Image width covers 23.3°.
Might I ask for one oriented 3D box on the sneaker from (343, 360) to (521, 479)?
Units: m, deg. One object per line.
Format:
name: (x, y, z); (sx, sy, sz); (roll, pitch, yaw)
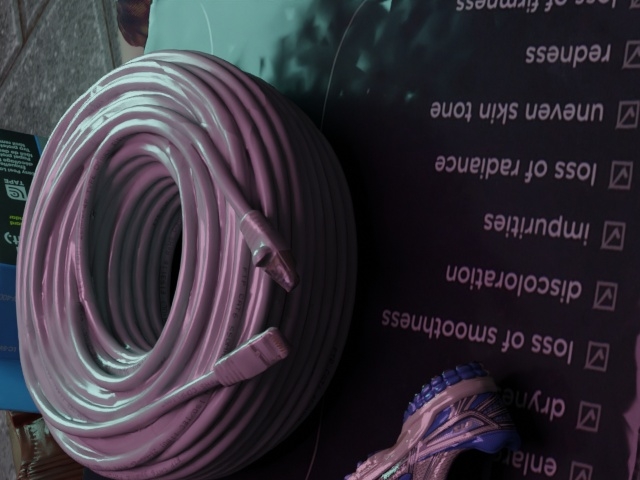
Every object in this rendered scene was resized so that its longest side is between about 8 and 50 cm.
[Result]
sneaker: (0.051, 0.125, 0.768); (0.058, 0.052, 0.135); (52, 124, 32)

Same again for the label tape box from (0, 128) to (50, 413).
label tape box: (-0.270, 0.035, 1.711); (0.106, 0.241, 0.333); (-55, 40, 33)

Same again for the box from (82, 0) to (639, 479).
box: (0.106, 0.078, 0.970); (0.480, 0.297, 0.471); (8, 88, 50)

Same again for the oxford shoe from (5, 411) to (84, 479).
oxford shoe: (-0.308, 0.289, 1.865); (0.130, 0.123, 0.348); (97, 162, -57)

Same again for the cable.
cable: (-0.088, 0.015, 0.920); (0.257, 0.089, 0.257); (-43, 52, 37)

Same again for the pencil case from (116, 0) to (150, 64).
pencil case: (-0.075, -0.100, 1.256); (0.160, 0.183, 0.410); (13, 121, 26)
